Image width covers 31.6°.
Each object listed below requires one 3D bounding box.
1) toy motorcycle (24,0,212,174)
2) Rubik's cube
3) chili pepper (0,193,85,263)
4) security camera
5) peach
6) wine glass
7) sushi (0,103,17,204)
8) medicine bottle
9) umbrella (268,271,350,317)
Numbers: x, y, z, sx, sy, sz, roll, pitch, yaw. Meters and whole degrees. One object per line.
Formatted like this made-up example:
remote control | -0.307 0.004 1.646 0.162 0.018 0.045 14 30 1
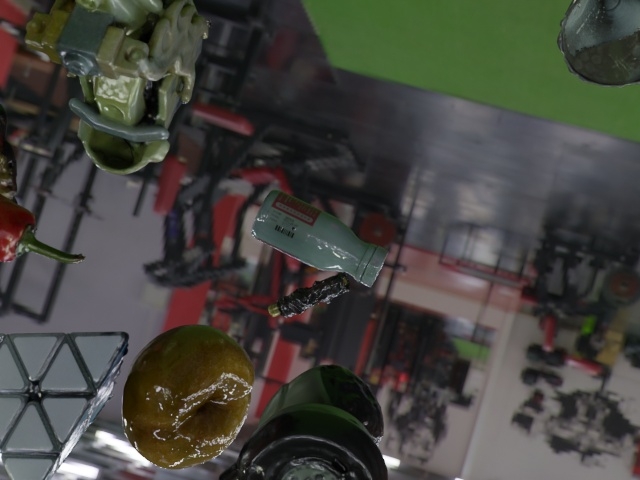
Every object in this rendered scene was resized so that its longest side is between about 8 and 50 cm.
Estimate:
toy motorcycle | -0.245 -0.238 1.435 0.169 0.237 0.410 14 156 10
Rubik's cube | -0.424 0.245 1.807 0.233 0.228 0.228 -22 -154 -25
chili pepper | -0.478 -0.073 1.570 0.137 0.092 0.368 -21 -128 -34
security camera | -0.004 0.280 1.534 0.197 0.191 0.277 47 -167 -9
peach | -0.220 0.263 1.910 0.251 0.251 0.153 21 -176 -41
wine glass | 0.286 -0.244 1.124 0.122 0.122 0.183 17 -145 -7
sushi | -0.583 -0.124 1.945 0.103 0.226 0.097 2 -169 37
medicine bottle | 0.000 0.000 1.841 0.217 0.090 0.090 26 176 4
umbrella | -0.018 0.087 1.715 0.144 0.040 0.037 -24 123 29
